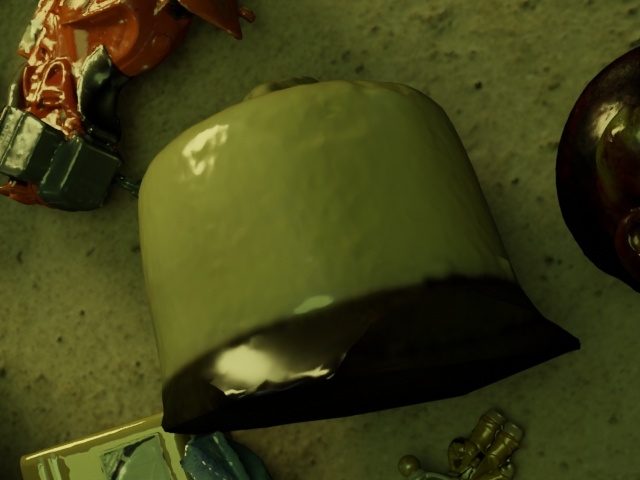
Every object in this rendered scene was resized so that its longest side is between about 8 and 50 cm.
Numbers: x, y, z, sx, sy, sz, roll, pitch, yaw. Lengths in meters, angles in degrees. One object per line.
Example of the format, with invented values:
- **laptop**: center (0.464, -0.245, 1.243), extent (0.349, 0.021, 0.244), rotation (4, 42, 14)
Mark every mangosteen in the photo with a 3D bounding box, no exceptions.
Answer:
- **mangosteen**: center (0.293, -0.048, 1.397), extent (0.228, 0.265, 0.228), rotation (7, 112, 18)

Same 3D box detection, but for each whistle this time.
- **whistle**: center (-0.016, 0.290, 1.456), extent (0.062, 0.062, 0.304), rotation (-31, 92, 11)

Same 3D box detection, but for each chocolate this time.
- **chocolate**: center (0.000, 0.000, 1.443), extent (0.314, 0.326, 0.297), rotation (-8, 83, -28)

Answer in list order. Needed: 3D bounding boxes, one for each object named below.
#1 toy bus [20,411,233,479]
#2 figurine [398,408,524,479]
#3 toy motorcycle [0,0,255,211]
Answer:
- **toy bus**: center (-0.124, 0.336, 1.525), extent (0.202, 0.177, 0.365), rotation (-21, 80, 10)
- **figurine**: center (0.117, 0.213, 1.528), extent (0.101, 0.068, 0.143), rotation (11, 76, 13)
- **toy motorcycle**: center (-0.187, -0.170, 1.614), extent (0.221, 0.148, 0.325), rotation (25, 90, 38)
